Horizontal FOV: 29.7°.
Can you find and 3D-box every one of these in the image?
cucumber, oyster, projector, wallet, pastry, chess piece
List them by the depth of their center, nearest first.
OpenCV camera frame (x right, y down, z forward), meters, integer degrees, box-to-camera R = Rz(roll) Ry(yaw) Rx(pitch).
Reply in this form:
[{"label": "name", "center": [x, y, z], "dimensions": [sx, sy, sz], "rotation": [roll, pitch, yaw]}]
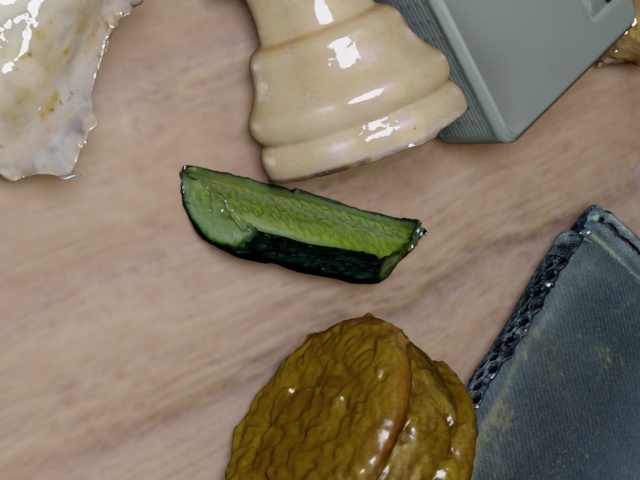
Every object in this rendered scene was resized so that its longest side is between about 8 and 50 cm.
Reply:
[{"label": "oyster", "center": [-0.175, -0.149, 0.726], "dimensions": [0.233, 0.107, 0.161], "rotation": [-48, 125, -3]}, {"label": "chess piece", "center": [-0.021, -0.202, 0.807], "dimensions": [0.124, 0.138, 0.307], "rotation": [-38, 112, -45]}, {"label": "pastry", "center": [0.019, 0.148, 0.822], "dimensions": [0.103, 0.188, 0.189], "rotation": [36, 72, -24]}, {"label": "cucumber", "center": [0.000, 0.000, 0.874], "dimensions": [0.220, 0.070, 0.046], "rotation": [11, 116, -34]}, {"label": "projector", "center": [0.116, -0.226, 0.919], "dimensions": [0.192, 0.099, 0.257], "rotation": [-43, 115, -25]}, {"label": "wallet", "center": [0.211, 0.169, 1.032], "dimensions": [0.237, 0.075, 0.342], "rotation": [43, 71, -23]}]

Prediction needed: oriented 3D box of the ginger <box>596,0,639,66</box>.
[{"label": "ginger", "center": [0.297, -0.217, 1.068], "dimensions": [0.096, 0.067, 0.165], "rotation": [38, 70, -9]}]
